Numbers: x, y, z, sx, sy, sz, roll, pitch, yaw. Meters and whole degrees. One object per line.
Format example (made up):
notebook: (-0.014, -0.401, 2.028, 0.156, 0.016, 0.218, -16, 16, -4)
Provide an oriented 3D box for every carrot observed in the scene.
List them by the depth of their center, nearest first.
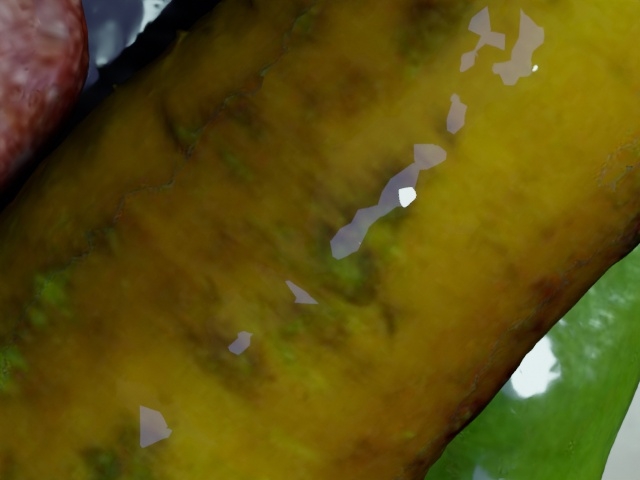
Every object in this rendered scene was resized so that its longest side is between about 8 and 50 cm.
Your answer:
carrot: (0.000, 0.000, 0.408, 0.114, 0.114, 0.302, 41, 102, -11)

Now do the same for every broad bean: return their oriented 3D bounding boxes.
broad bean: (0.073, -0.004, 0.483, 0.098, 0.056, 0.318, 34, 84, -11)

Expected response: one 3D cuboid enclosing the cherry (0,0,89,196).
cherry: (-0.073, -0.075, 0.436, 0.225, 0.090, 0.107, -35, 85, -16)
